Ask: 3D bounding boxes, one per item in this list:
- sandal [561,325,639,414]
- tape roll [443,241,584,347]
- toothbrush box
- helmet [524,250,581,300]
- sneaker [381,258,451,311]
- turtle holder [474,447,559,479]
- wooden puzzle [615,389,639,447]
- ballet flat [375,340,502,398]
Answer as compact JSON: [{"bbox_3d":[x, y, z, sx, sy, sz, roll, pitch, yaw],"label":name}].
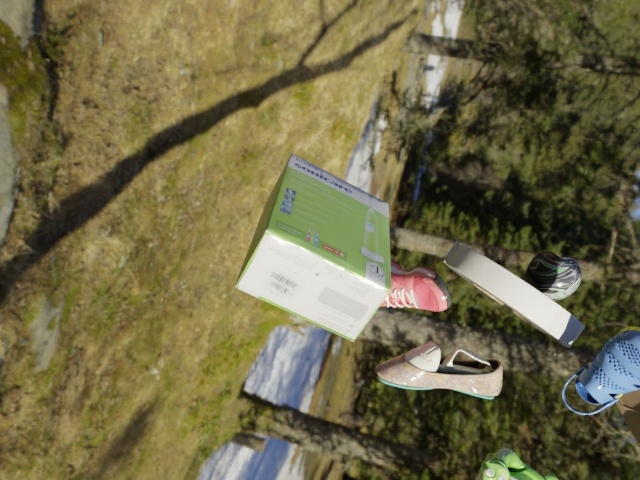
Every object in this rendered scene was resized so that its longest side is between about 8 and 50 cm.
[{"bbox_3d":[0.637,0.304,1.282,0.138,0.126,0.317,-24,147,-21],"label":"sandal"},{"bbox_3d":[0.502,0.140,1.537,0.072,0.392,0.392,-56,166,4],"label":"tape roll"},{"bbox_3d":[0.000,0.000,0.965,0.122,0.206,0.283,-58,-168,31],"label":"toothbrush box"},{"bbox_3d":[0.825,0.130,2.048,0.169,0.161,0.170,-20,124,-34],"label":"helmet"},{"bbox_3d":[0.192,0.134,1.474,0.136,0.313,0.116,-34,118,-26],"label":"sneaker"},{"bbox_3d":[0.521,0.723,1.575,0.227,0.243,0.320,-38,148,-40],"label":"turtle holder"},{"bbox_3d":[0.861,0.384,1.504,0.221,0.044,0.239,-55,-149,38],"label":"wooden puzzle"},{"bbox_3d":[0.289,0.297,1.383,0.107,0.315,0.106,-114,-144,-68],"label":"ballet flat"}]
